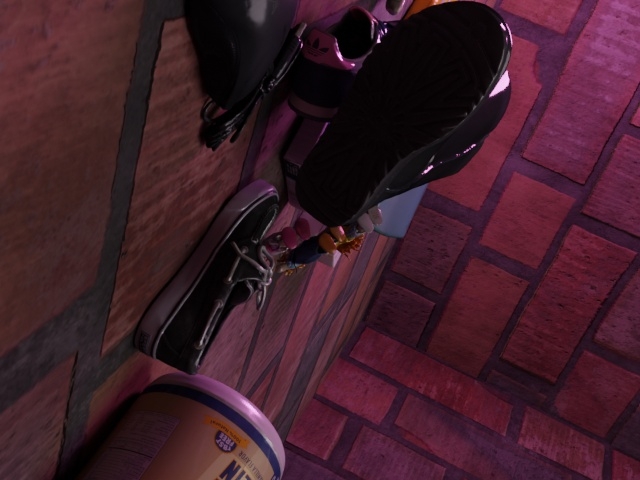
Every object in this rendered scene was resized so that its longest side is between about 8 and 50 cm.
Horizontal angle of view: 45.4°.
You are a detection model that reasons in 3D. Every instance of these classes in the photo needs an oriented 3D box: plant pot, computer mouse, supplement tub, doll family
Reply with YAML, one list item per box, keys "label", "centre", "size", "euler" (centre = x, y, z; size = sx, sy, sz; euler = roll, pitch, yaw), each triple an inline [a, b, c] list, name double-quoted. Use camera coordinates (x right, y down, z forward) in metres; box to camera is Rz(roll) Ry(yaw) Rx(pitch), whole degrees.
- label: "plant pot"
  centre: [0.121, -0.105, 1.739]
  size: [0.165, 0.166, 0.234]
  euler: [-66, 163, 12]
- label: "computer mouse"
  centre: [-0.062, -0.210, 0.776]
  size: [0.188, 0.072, 0.272]
  euler: [-60, 169, -17]
- label: "supplement tub"
  centre: [-0.208, 0.352, 0.973]
  size: [0.316, 0.228, 0.228]
  euler: [-56, 167, -42]
- label: "doll family"
  centre: [0.000, 0.000, 1.263]
  size: [0.263, 0.118, 0.163]
  euler: [-34, -175, -31]

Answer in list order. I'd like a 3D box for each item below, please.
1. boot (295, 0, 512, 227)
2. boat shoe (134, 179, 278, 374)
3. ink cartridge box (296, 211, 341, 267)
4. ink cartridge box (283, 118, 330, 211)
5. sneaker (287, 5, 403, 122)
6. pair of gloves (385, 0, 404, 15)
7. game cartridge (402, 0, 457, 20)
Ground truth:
- label: "boot"
  centre: [0.197, -0.200, 1.127]
  size: [0.367, 0.146, 0.445]
  euler: [-42, 168, 35]
- label: "boat shoe"
  centre: [-0.118, 0.044, 1.022]
  size: [0.306, 0.105, 0.113]
  euler: [-56, 167, -39]
- label: "ink cartridge box"
  centre: [0.009, -0.026, 1.545]
  size: [0.092, 0.090, 0.143]
  euler: [-60, 168, -23]
- label: "ink cartridge box"
  centre: [0.006, -0.175, 1.288]
  size: [0.208, 0.045, 0.206]
  euler: [-61, 170, -16]
- label: "sneaker"
  centre: [0.075, -0.284, 1.111]
  size: [0.319, 0.112, 0.131]
  euler: [-44, 155, -44]
- label: "pair of gloves"
  centre: [0.134, -0.389, 1.328]
  size: [0.204, 0.042, 0.240]
  euler: [-36, 138, -68]
- label: "game cartridge"
  centre: [0.229, -0.458, 1.721]
  size: [0.323, 0.053, 0.285]
  euler: [-60, 169, -27]
